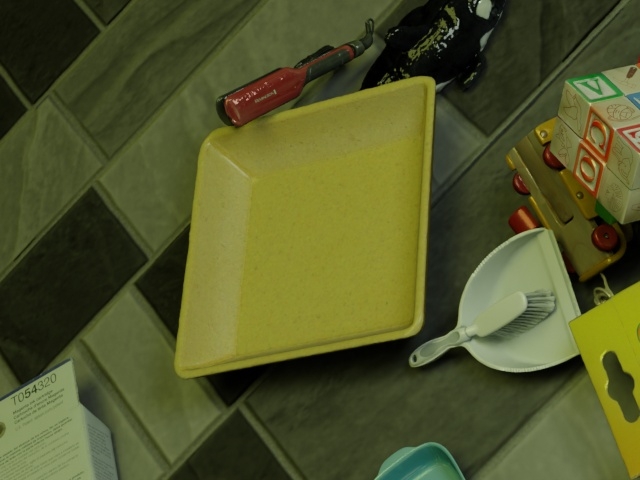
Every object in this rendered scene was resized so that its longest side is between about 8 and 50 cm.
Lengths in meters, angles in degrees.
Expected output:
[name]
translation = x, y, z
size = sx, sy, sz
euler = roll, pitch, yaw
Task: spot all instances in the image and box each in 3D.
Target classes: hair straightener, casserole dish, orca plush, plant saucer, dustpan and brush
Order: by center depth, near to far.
[casserole dish]
translation = 0.119, 0.298, 2.029
size = 0.114, 0.037, 0.188
euler = -38, 49, 11
[dustpan and brush]
translation = 0.178, 0.091, 2.082
size = 0.211, 0.060, 0.147
euler = -36, 63, 44
[plant saucer]
translation = 0.000, 0.000, 2.257
size = 0.332, 0.081, 0.333
euler = -12, 58, 30
[orca plush]
translation = 0.091, -0.227, 2.309
size = 0.287, 0.102, 0.151
euler = -33, 50, 16
[hair straightener]
translation = -0.030, -0.208, 2.371
size = 0.230, 0.047, 0.089
euler = -34, 13, -16

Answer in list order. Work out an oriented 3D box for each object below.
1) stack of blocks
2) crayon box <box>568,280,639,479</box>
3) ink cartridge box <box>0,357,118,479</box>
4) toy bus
[stack of blocks]
translation = 0.379, -0.129, 1.936
size = 0.297, 0.087, 0.171
euler = -14, 43, -26
[crayon box]
translation = 0.421, 0.093, 1.900
size = 0.318, 0.081, 0.202
euler = -30, 51, 17
[ink cartridge box]
translation = -0.383, 0.353, 2.337
size = 0.324, 0.071, 0.330
euler = -30, 47, 19
[toy bus]
translation = 0.289, -0.045, 2.056
size = 0.104, 0.202, 0.191
euler = -27, 38, -23
